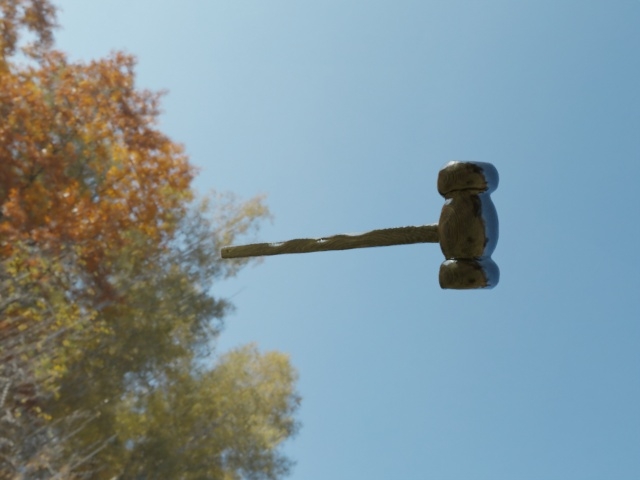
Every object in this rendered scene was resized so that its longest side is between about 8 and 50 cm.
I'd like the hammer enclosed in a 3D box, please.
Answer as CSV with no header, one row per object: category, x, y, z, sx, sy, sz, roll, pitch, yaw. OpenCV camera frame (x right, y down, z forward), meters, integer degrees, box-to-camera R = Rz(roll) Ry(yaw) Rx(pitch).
hammer,0.000,0.000,0.441,0.292,0.029,0.058,-5,-98,59
